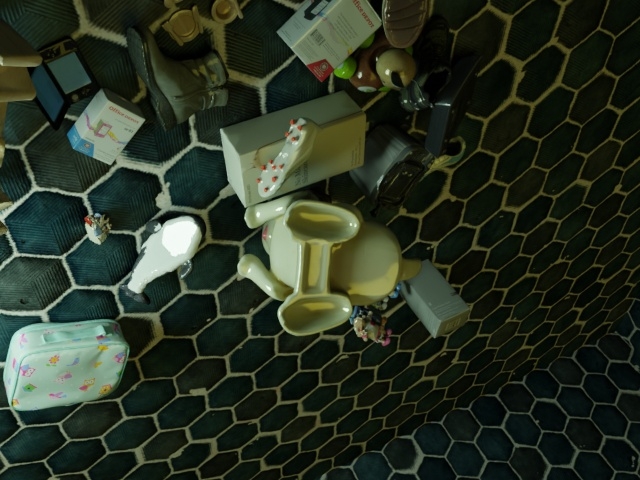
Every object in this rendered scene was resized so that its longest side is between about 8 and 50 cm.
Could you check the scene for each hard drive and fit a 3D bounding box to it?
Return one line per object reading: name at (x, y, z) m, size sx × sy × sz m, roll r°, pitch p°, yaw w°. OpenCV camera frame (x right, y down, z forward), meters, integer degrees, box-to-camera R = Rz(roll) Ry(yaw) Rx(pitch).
hard drive at (0.321, -0.332, 1.616) m, size 0.255 × 0.054 × 0.172 m, roll -55°, pitch 160°, yaw -41°

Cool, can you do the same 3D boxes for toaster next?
toaster at (0.168, -0.183, 1.682) m, size 0.129 × 0.146 × 0.227 m, roll 11°, pitch 123°, yaw -42°

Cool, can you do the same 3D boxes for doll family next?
doll family at (0.135, 0.202, 2.045) m, size 0.163 × 0.263 × 0.118 m, roll 32°, pitch 144°, yaw -26°

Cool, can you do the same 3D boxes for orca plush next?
orca plush at (-0.348, 0.037, 1.570) m, size 0.287 × 0.151 × 0.102 m, roll -59°, pitch 168°, yaw 24°

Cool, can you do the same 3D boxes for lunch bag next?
lunch bag at (-0.616, 0.295, 1.635) m, size 0.279 × 0.108 × 0.224 m, roll -2°, pitch 127°, yaw -38°

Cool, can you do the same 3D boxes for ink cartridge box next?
ink cartridge box at (-0.412, -0.219, 1.282) m, size 0.122 × 0.052 × 0.088 m, roll -49°, pitch 141°, yaw 15°
ink cartridge box at (0.020, -0.434, 1.360) m, size 0.175 × 0.072 × 0.127 m, roll -42°, pitch 142°, yaw 9°

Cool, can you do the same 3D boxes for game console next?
game console at (-0.453, -0.275, 1.174) m, size 0.107 × 0.071 × 0.122 m, roll -28°, pitch 143°, yaw -9°

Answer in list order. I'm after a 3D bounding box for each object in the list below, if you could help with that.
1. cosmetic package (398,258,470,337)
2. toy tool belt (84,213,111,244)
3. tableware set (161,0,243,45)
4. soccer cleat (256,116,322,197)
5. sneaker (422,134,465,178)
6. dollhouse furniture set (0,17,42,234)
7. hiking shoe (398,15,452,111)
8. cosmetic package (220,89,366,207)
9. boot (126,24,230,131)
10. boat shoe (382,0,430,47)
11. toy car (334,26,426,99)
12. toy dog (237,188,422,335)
cosmetic package at (0.357, 0.184, 2.149) m, size 0.127 × 0.238 × 0.107 m, roll -21°, pitch 143°, yaw -22°
toy tool belt at (-0.479, -0.035, 1.441) m, size 0.051 × 0.052 × 0.083 m, roll -50°, pitch 158°, yaw -36°
tableware set at (-0.219, -0.440, 1.216) m, size 0.168 × 0.020 × 0.141 m, roll -28°, pitch 142°, yaw -9°
soccer cleat at (-0.064, -0.168, 1.408) m, size 0.076 × 0.068 × 0.196 m, roll 11°, pitch 119°, yaw -46°
sneaker at (0.286, -0.218, 1.781) m, size 0.237 × 0.085 × 0.086 m, roll -27°, pitch 154°, yaw -19°
dollhouse furniture set at (-0.698, -0.183, 1.028) m, size 0.394 × 0.256 × 0.362 m, roll -22°, pitch 147°, yaw -51°
hiking shoe at (0.262, -0.396, 1.501) m, size 0.086 × 0.114 × 0.227 m, roll 19°, pitch 88°, yaw -40°
cosmetic package at (-0.058, -0.210, 1.512) m, size 0.309 × 0.113 × 0.160 m, roll -23°, pitch 141°, yaw -17°
boot at (-0.263, -0.330, 1.267) m, size 0.161 × 0.083 × 0.247 m, roll -31°, pitch 150°, yaw -15°
boat shoe at (0.176, -0.525, 1.344) m, size 0.095 × 0.095 × 0.258 m, roll 4°, pitch 124°, yaw 2°
toy car at (0.150, -0.360, 1.442) m, size 0.155 × 0.188 × 0.149 m, roll 7°, pitch 126°, yaw -41°
toy dog at (0.000, 0.000, 1.567) m, size 0.395 × 0.408 × 0.285 m, roll -10°, pitch 105°, yaw -19°
